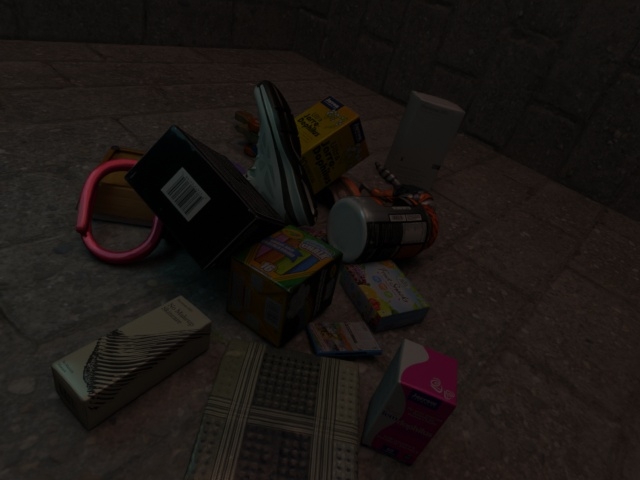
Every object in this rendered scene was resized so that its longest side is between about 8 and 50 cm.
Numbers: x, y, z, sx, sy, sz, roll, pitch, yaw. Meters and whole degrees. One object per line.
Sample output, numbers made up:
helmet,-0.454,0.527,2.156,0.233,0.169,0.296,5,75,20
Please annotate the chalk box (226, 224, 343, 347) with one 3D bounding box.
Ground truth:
chalk box,-0.070,0.091,1.046,0.179,0.181,0.288,27,34,23

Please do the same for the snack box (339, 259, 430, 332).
snack box,0.178,0.150,1.176,0.174,0.070,0.207,-5,41,-28

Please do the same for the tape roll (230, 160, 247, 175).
tape roll,-0.354,-0.210,1.444,0.188,0.080,0.189,11,35,-8

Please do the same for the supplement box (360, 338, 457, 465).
supplement box,0.170,0.316,0.805,0.111,0.220,0.114,21,34,6

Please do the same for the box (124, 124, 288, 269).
box,-0.263,-0.087,1.041,0.296,0.182,0.294,47,6,10

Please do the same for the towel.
towel,-0.071,0.352,0.815,0.311,0.056,0.324,12,37,-2

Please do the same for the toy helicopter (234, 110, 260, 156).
toy helicopter,-0.270,-0.503,1.848,0.234,0.140,0.355,-8,39,-35

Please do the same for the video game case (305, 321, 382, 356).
video game case,0.055,0.242,1.021,0.166,0.015,0.119,4,24,-19

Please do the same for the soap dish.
soap dish,-0.574,-0.175,1.265,0.228,0.118,0.291,9,36,-13

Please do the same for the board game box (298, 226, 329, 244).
board game box,0.000,0.000,1.318,0.133,0.033,0.169,15,32,-26

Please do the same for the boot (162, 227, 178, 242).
boot,-0.395,-0.095,1.265,0.115,0.112,0.306,22,37,-24

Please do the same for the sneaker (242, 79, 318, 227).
sneaker,-0.187,-0.232,1.252,0.257,0.449,0.169,-13,7,16

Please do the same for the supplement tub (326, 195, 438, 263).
supplement tub,0.205,-0.038,1.319,0.337,0.207,0.207,-3,39,-36

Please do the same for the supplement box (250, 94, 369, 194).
supplement box,-0.032,-0.317,1.485,0.356,0.194,0.195,-36,52,-7

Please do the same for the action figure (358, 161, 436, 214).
action figure,0.289,-0.164,1.582,0.341,0.179,0.330,-14,35,-40

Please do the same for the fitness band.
fitness band,-0.519,-0.080,1.095,0.208,0.054,0.291,5,68,-18

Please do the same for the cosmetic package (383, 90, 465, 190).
cosmetic package,0.447,-0.436,1.836,0.216,0.386,0.156,10,35,-10

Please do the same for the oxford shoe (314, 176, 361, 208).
oxford shoe,-0.006,-0.237,1.596,0.132,0.130,0.363,-22,49,-35

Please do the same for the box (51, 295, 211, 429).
box,-0.357,0.226,0.816,0.113,0.094,0.275,31,37,22
